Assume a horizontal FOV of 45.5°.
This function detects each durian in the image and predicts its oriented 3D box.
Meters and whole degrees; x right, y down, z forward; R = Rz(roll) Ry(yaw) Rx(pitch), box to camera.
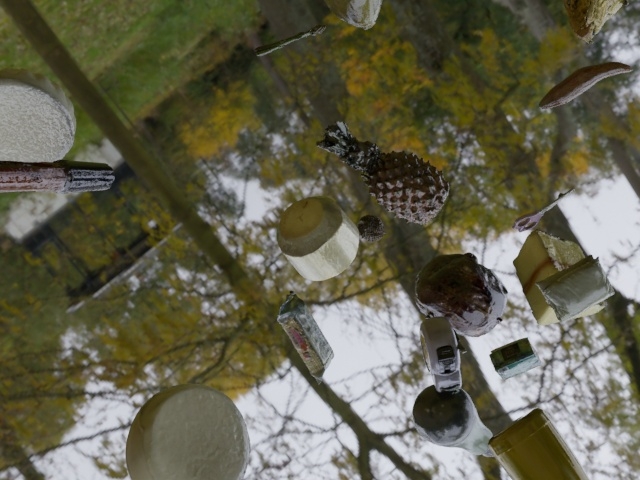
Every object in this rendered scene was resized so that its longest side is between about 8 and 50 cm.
[{"bbox_3d":[0.149,-0.034,2.200,0.080,0.091,0.080,-169,-90,-70],"label":"durian"}]

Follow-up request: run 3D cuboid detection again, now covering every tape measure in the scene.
[{"bbox_3d":[0.346,0.307,2.154,0.105,0.178,0.196,-11,-142,0],"label":"tape measure"}]

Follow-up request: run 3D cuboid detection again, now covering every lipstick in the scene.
[{"bbox_3d":[-0.604,-0.137,1.650,0.077,0.077,0.418,-31,172,23],"label":"lipstick"}]

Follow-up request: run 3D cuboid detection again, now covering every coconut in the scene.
[{"bbox_3d":[0.000,0.000,1.995,0.202,0.222,0.202,-17,-132,20],"label":"coconut"}]

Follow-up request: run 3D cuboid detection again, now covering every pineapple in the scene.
[{"bbox_3d":[0.153,-0.178,1.951,0.175,0.361,0.175,-62,-178,3],"label":"pineapple"}]

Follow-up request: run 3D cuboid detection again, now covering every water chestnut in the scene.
[{"bbox_3d":[0.456,0.215,2.603,0.347,0.335,0.335,-56,-169,10],"label":"water chestnut"}]

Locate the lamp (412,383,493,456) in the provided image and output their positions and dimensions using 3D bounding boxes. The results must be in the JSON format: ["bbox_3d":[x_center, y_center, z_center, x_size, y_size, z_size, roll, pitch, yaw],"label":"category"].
[{"bbox_3d":[0.391,0.542,2.235,0.182,0.314,0.182,-24,-141,21],"label":"lamp"}]

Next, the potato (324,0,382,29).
[{"bbox_3d":[0.064,-0.679,1.830,0.202,0.351,0.218,-16,-173,-37],"label":"potato"}]

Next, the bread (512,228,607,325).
[{"bbox_3d":[0.775,0.098,2.399,0.236,0.263,0.198,-7,149,-15],"label":"bread"}]

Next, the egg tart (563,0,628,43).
[{"bbox_3d":[0.666,-0.619,1.838,0.107,0.291,0.291,-8,-162,5],"label":"egg tart"}]

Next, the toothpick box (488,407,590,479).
[{"bbox_3d":[0.570,0.579,1.935,0.175,0.271,0.175,-32,164,-11],"label":"toothpick box"}]

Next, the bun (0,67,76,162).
[{"bbox_3d":[-0.714,-0.318,1.839,0.263,0.263,0.175,-31,-140,23],"label":"bun"}]

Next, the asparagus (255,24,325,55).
[{"bbox_3d":[-0.071,-0.475,1.807,0.232,0.022,0.023,-8,-147,42],"label":"asparagus"}]

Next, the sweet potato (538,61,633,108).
[{"bbox_3d":[0.704,-0.425,2.054,0.255,0.078,0.058,-25,-135,24],"label":"sweet potato"}]

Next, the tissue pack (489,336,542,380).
[{"bbox_3d":[0.508,0.304,2.004,0.111,0.085,0.079,-27,-129,15],"label":"tissue pack"}]

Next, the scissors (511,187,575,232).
[{"bbox_3d":[0.668,-0.094,2.277,0.212,0.021,0.110,-41,149,23],"label":"scissors"}]

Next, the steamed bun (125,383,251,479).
[{"bbox_3d":[-0.299,0.461,1.669,0.177,0.283,0.283,-31,-166,47],"label":"steamed bun"}]

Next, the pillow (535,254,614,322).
[{"bbox_3d":[0.715,0.133,2.124,0.181,0.134,0.078,-32,-174,10],"label":"pillow"}]

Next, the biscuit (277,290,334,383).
[{"bbox_3d":[-0.048,0.334,2.691,0.079,0.309,0.186,-29,-171,21],"label":"biscuit"}]
